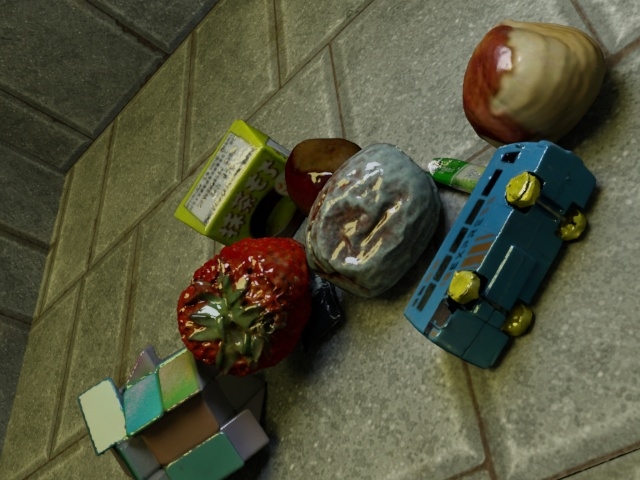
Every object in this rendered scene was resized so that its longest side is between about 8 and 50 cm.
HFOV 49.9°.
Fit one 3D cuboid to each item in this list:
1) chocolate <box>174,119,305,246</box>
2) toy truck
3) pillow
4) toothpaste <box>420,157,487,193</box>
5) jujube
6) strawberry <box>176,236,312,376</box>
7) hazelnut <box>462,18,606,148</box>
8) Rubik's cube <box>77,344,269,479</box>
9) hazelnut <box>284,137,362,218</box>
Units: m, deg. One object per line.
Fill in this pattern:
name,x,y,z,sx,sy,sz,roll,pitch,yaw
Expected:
chocolate,-0.165,-0.107,1.752,0.137,0.288,0.301,39,98,44
toy truck,0.303,0.016,1.172,0.385,0.161,0.162,-61,25,2
pillow,-0.013,0.137,1.578,0.141,0.055,0.208,-52,34,29
toothpaste,0.289,-0.129,1.392,0.248,0.046,0.078,27,90,54
jujube,0.101,-0.034,1.404,0.308,0.246,0.215,-46,-5,10
strawberry,-0.135,0.131,1.504,0.312,0.267,0.351,-41,-5,9
hazelnut,0.371,-0.288,1.227,0.261,0.261,0.241,-38,61,29
Rubik's cube,-0.317,0.407,1.533,0.387,0.358,0.368,-34,0,32
hazelnut,0.025,-0.126,1.599,0.229,0.229,0.230,-31,44,36
